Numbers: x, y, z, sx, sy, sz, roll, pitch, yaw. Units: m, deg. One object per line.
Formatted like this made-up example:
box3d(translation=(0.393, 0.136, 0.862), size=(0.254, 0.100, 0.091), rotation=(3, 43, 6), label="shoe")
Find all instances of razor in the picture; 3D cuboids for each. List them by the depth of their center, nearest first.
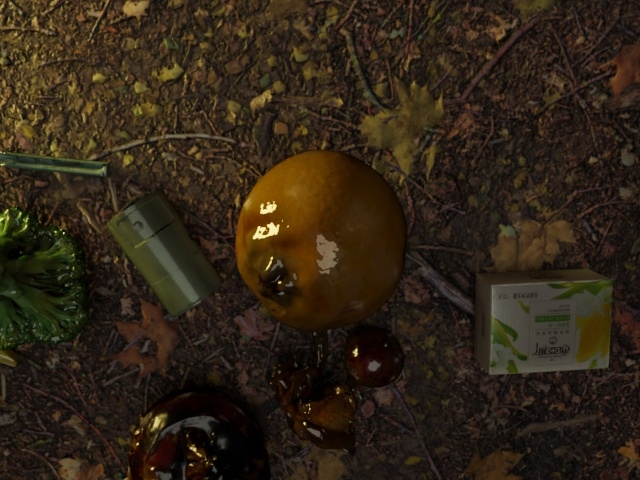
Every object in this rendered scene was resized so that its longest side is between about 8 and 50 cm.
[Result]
box3d(translation=(-0.551, -0.149, 1.169), size=(0.278, 0.056, 0.111), rotation=(4, 101, -12), label="razor")

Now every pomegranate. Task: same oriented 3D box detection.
box3d(translation=(0.094, 0.253, 1.250), size=(0.159, 0.129, 0.129), rotation=(-43, 100, 13), label="pomegranate")

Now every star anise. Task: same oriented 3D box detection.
box3d(translation=(-0.012, 0.283, 1.221), size=(0.148, 0.237, 0.346), rotation=(-12, 92, -35), label="star anise")

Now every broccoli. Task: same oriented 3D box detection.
box3d(translation=(-0.547, 0.079, 1.094), size=(0.269, 0.269, 0.254), rotation=(28, 81, -9), label="broccoli")

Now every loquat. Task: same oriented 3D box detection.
box3d(translation=(0.000, 0.000, 1.095), size=(0.328, 0.328, 0.328), rotation=(-1, 100, -4), label="loquat")

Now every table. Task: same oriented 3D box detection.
box3d(translation=(-0.300, 0.025, 1.175), size=(0.126, 0.126, 0.220), rotation=(-34, 100, 2), label="table")

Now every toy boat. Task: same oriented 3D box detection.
box3d(translation=(-0.684, 0.231, 1.211), size=(0.172, 0.065, 0.066), rotation=(2, 86, 0), label="toy boat")

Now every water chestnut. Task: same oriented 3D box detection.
box3d(translation=(-0.235, 0.437, 1.179), size=(0.300, 0.300, 0.300), rotation=(-1, 100, -4), label="water chestnut")

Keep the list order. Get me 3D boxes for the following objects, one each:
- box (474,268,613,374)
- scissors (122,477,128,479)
box3d(translation=(0.462, 0.167, 1.268), size=(0.260, 0.111, 0.194), rotation=(-4, 100, -6), label="box")
box3d(translation=(-0.377, 0.489, 1.301), size=(0.085, 0.022, 0.176), rotation=(17, 101, -3), label="scissors")
